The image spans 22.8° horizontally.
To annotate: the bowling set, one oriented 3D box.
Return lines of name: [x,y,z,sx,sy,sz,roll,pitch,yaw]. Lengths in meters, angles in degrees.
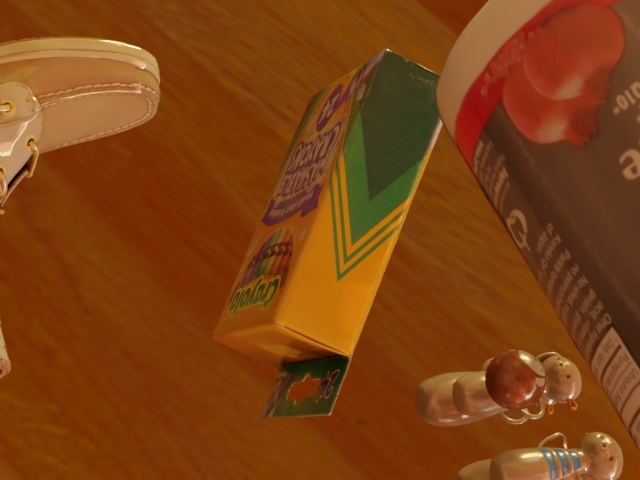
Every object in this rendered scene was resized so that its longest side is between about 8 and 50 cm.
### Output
bowling set: [0.213,0.183,1.457,0.154,0.200,0.287,-7,52,-19]

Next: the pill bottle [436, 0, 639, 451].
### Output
pill bottle: [0.197,0.019,0.687,0.176,0.176,0.318,-36,65,16]

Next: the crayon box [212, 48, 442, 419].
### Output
crayon box: [0.000,0.000,1.464,0.083,0.203,0.323,25,75,-15]

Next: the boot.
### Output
boot: [-0.204,-0.013,0.966,0.262,0.095,0.203,-12,65,-19]
